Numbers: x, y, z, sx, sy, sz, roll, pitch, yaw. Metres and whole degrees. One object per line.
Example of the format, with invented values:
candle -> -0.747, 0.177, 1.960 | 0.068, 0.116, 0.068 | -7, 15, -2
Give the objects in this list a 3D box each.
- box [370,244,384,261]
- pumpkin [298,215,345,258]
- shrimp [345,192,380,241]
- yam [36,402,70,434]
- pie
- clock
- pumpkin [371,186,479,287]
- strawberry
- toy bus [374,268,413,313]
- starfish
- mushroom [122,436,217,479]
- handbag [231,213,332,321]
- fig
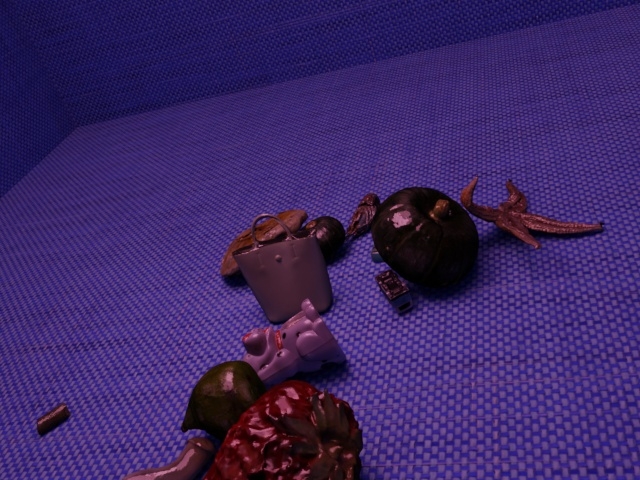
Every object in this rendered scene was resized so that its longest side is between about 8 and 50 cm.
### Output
box -> 0.258, -0.020, 2.062 | 0.162, 0.041, 0.229 | -3, 35, 25
pumpkin -> -0.002, -0.003, 2.098 | 0.167, 0.125, 0.167 | -23, 33, 16
shrimp -> 0.132, -0.066, 2.177 | 0.090, 0.079, 0.233 | 2, 41, 39
yam -> -0.717, 0.475, 1.817 | 0.094, 0.043, 0.043 | -31, 33, -22
pie -> -0.189, -0.001, 2.169 | 0.339, 0.077, 0.339 | -35, 14, 10
clock -> -0.086, 0.277, 1.681 | 0.254, 0.189, 0.189 | -28, 31, -3
pumpkin -> 0.288, -0.016, 1.830 | 0.300, 0.207, 0.300 | 18, 39, -15
strawberry -> -0.089, 0.462, 1.321 | 0.345, 0.295, 0.317 | -41, 39, 29
toy bus -> 0.197, 0.136, 1.815 | 0.060, 0.075, 0.123 | -28, 31, -4
starfish -> 0.550, -0.089, 1.893 | 0.398, 0.132, 0.384 | 5, 17, -40
mushroom -> -0.329, 0.516, 1.503 | 0.223, 0.081, 0.092 | -29, 52, -21
handbag -> -0.103, 0.072, 1.852 | 0.241, 0.315, 0.109 | -15, 33, 9
fig -> -0.234, 0.390, 1.552 | 0.235, 0.203, 0.203 | -27, 30, 7
